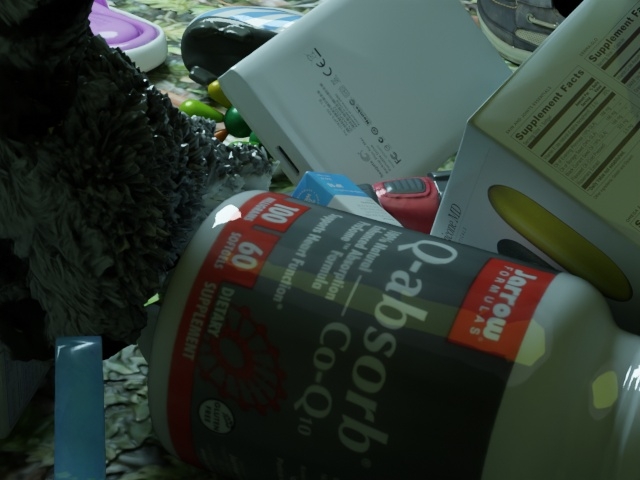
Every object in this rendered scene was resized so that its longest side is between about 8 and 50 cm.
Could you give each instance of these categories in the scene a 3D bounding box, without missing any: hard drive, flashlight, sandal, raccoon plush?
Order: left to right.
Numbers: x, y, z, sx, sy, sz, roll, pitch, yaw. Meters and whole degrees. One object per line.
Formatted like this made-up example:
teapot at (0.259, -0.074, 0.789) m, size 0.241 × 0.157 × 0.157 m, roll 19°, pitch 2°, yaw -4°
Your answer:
sandal at (-0.351, -0.302, 1.782) m, size 0.416 × 0.102 × 0.169 m, roll 20°, pitch 35°, yaw 29°
raccoon plush at (-0.125, -0.107, 1.038) m, size 0.216 × 0.446 × 0.299 m, roll 36°, pitch 42°, yaw 8°
flashlight at (0.000, 0.000, 1.300) m, size 0.304 × 0.103 × 0.103 m, roll -8°, pitch 73°, yaw -7°
hard drive at (0.060, -0.156, 1.452) m, size 0.307 × 0.203 × 0.040 m, roll -42°, pitch 7°, yaw -39°

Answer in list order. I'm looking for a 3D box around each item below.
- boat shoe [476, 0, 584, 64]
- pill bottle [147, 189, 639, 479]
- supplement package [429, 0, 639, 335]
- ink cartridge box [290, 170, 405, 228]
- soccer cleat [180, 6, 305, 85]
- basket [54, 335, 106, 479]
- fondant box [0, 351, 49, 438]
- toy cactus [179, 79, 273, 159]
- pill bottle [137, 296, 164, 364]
boat shoe at (0.310, -0.264, 1.714) m, size 0.132 × 0.130 × 0.355 m, roll -14°, pitch 34°, yaw -25°
pill bottle at (0.081, 0.104, 1.004) m, size 0.362 × 0.210 × 0.210 m, roll 15°, pitch 33°, yaw 19°
supplement package at (0.254, -0.024, 1.094) m, size 0.262 × 0.199 × 0.198 m, roll 39°, pitch 66°, yaw 14°
ink cartridge box at (0.037, 0.037, 1.175) m, size 0.180 × 0.104 × 0.060 m, roll 42°, pitch 19°, yaw 28°
soccer cleat at (0.005, -0.212, 1.633) m, size 0.331 × 0.116 × 0.143 m, roll 14°, pitch 26°, yaw 18°
basket at (-0.120, 0.225, 0.719) m, size 0.201 × 0.289 × 0.255 m, roll -2°, pitch 32°, yaw -6°
fondant box at (-0.324, 0.023, 1.245) m, size 0.238 × 0.096 × 0.330 m, roll 7°, pitch 32°, yaw 9°
toy cactus at (-0.046, -0.119, 1.505) m, size 0.219 × 0.112 × 0.180 m, roll 11°, pitch 21°, yaw 33°
pill bottle at (-0.093, 0.066, 1.209) m, size 0.116 × 0.065 × 0.065 m, roll -24°, pitch 39°, yaw -36°
